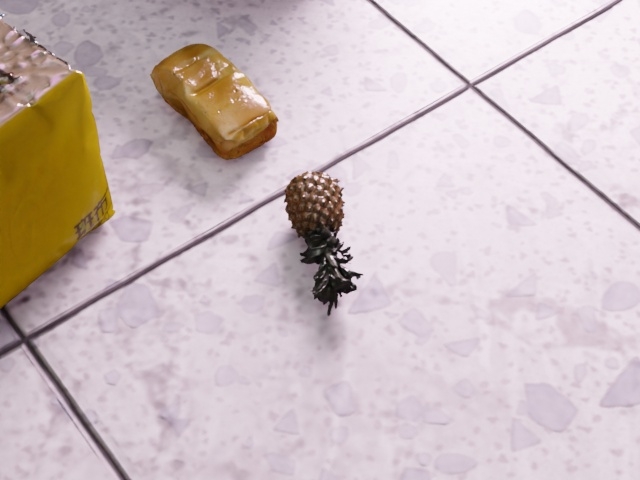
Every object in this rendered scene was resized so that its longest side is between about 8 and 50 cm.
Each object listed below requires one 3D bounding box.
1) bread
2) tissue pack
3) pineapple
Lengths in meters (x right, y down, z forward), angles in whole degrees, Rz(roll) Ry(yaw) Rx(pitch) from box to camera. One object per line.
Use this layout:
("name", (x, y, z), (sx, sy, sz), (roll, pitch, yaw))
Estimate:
("bread", (-0.101, -0.135, 1.098), (0.074, 0.053, 0.132), (-31, 60, -21))
("tissue pack", (-0.304, -0.025, 0.927), (0.134, 0.192, 0.271), (32, 59, 25))
("pineapple", (0.000, 0.000, 0.992), (0.058, 0.058, 0.124), (-6, 53, -5))
